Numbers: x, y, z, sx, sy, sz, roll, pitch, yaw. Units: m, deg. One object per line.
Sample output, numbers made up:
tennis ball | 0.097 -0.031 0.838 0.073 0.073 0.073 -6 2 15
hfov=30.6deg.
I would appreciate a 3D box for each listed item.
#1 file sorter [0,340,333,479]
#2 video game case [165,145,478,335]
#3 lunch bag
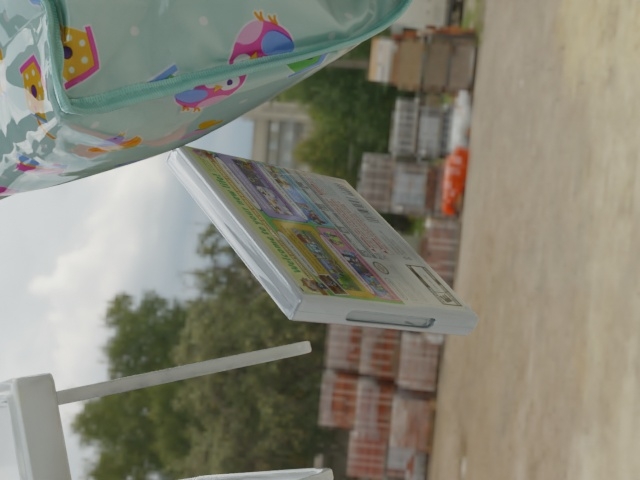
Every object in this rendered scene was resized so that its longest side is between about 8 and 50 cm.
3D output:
file sorter | -0.087 0.202 0.591 0.193 0.173 0.278 -18 80 53
video game case | 0.000 0.000 0.940 0.212 0.193 0.023 49 118 41
lunch bag | -0.080 -0.141 0.691 0.223 0.262 0.160 -19 93 62
